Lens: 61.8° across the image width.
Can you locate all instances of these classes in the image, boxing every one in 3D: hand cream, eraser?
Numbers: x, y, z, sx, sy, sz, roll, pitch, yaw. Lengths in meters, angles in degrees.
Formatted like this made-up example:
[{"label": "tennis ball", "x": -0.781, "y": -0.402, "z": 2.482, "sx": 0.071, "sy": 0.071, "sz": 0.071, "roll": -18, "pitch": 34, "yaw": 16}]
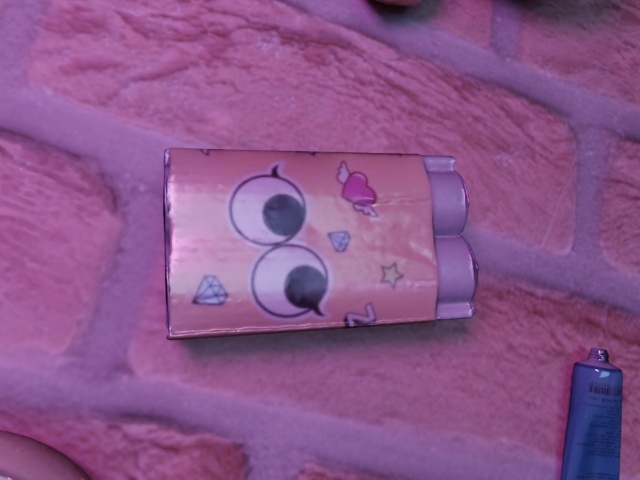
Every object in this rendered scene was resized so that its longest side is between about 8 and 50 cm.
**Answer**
[{"label": "hand cream", "x": 0.305, "y": 0.233, "z": 0.596, "sx": 0.083, "sy": 0.048, "sz": 0.224, "roll": 9, "pitch": 83, "yaw": -15}, {"label": "eraser", "x": 0.000, "y": 0.000, "z": 0.517, "sx": 0.291, "sy": 0.087, "sz": 0.171, "roll": -1, "pitch": 81, "yaw": -17}]

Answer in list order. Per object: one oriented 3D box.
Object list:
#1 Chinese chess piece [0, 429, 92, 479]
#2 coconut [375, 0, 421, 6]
[{"label": "Chinese chess piece", "x": -0.276, "y": 0.271, "z": 0.371, "sx": 0.273, "sy": 0.102, "sz": 0.273, "roll": 3, "pitch": 78, "yaw": -16}, {"label": "coconut", "x": 0.086, "y": -0.318, "z": 0.603, "sx": 0.110, "sy": 0.110, "sz": 0.124, "roll": 33, "pitch": 69, "yaw": -9}]
